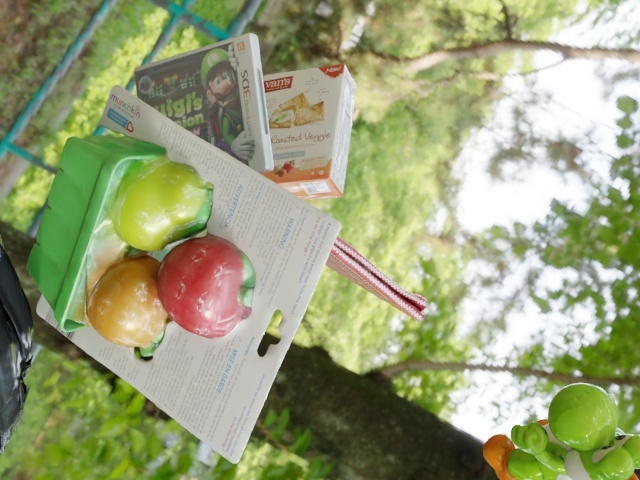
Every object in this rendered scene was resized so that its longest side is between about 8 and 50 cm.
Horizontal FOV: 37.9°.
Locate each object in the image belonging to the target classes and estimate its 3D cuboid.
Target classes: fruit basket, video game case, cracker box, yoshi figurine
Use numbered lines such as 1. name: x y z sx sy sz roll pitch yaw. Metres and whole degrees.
1. fruit basket: -0.168 0.034 1.101 0.165 0.353 0.326 -20 136 -63
2. video game case: -0.153 -0.158 1.190 0.022 0.191 0.173 0 82 -60
3. cracker box: -0.032 -0.181 1.577 0.067 0.156 0.232 52 39 -53
4. yoshi figurine: 0.415 0.327 1.584 0.203 0.203 0.362 -66 -172 -19

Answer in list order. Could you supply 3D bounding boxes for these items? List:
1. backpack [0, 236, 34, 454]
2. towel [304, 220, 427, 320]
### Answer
1. backpack: -0.436 0.097 1.015 0.355 0.274 0.290 66 15 -52
2. towel: 0.000 0.000 1.152 0.031 0.199 0.275 -54 -149 -4
